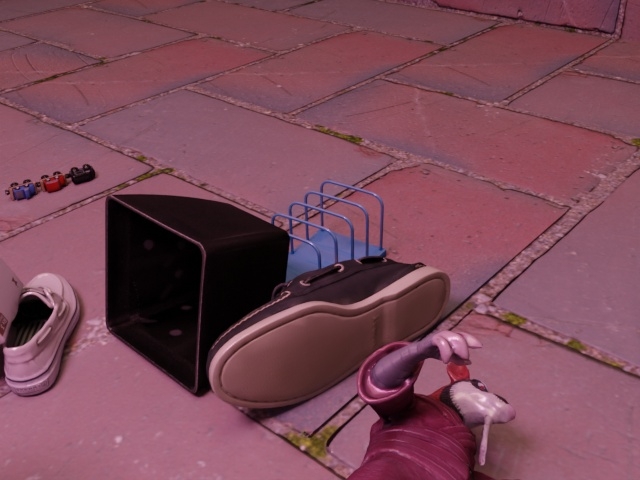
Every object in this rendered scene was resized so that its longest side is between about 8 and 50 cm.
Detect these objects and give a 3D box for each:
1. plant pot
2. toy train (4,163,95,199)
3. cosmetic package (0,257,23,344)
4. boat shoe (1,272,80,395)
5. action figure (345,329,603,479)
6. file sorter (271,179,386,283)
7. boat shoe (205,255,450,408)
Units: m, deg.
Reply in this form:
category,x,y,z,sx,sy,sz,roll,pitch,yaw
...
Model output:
category,x,y,z,sx,sy,sz,roll,pitch,yaw
plant pot,-0.142,0.043,0.872,0.188,0.187,0.167,25,29,37
toy train,-0.481,-0.103,1.263,0.158,0.027,0.036,-20,47,-28
cosmetic package,-0.476,0.100,0.812,0.231,0.085,0.117,-25,33,3
boat shoe,-0.352,0.092,0.887,0.083,0.075,0.226,-10,32,-13
action figure,0.081,0.230,0.604,0.276,0.248,0.370,-36,3,27
file sorter,0.000,0.000,0.994,0.118,0.104,0.170,18,37,30
boat shoe,0.000,0.087,0.831,0.340,0.127,0.113,-22,36,-32
